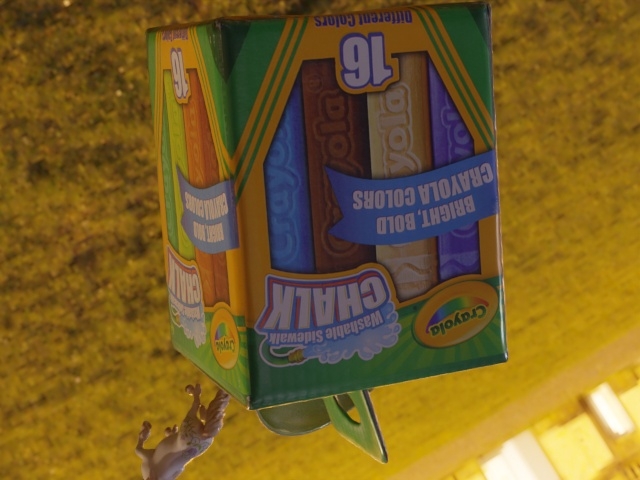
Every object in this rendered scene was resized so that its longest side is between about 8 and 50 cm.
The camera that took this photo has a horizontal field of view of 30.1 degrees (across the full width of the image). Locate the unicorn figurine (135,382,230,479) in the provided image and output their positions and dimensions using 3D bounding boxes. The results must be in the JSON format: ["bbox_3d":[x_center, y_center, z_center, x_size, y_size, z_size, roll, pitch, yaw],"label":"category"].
[{"bbox_3d":[-0.149,0.218,1.202,0.060,0.111,0.162,21,119,-21],"label":"unicorn figurine"}]

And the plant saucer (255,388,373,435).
[{"bbox_3d":[0.018,0.061,1.044,0.241,0.037,0.241,-33,142,-31],"label":"plant saucer"}]

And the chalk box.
[{"bbox_3d":[0.000,0.000,0.772,0.179,0.289,0.180,-7,-172,-22],"label":"chalk box"}]
